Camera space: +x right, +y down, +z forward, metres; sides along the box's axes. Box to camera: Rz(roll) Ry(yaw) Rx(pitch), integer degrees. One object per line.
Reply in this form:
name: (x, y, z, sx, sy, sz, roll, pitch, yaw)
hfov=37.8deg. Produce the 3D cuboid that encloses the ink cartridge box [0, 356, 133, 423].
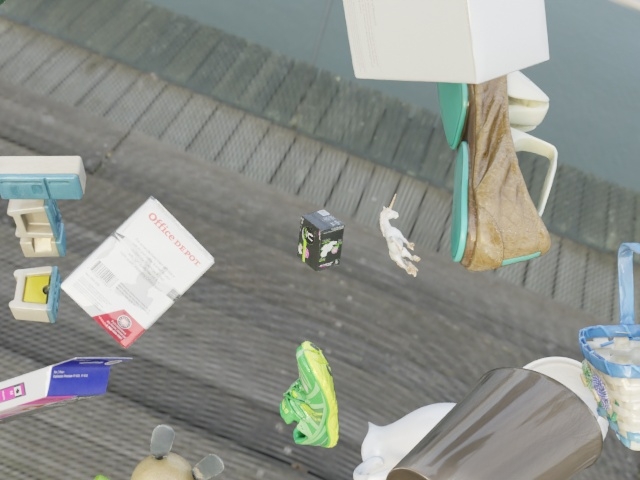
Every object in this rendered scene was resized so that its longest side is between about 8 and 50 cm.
ink cartridge box: (-0.573, 0.307, 1.892, 0.175, 0.370, 0.069, 14, 58, -62)

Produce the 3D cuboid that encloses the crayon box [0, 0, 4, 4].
crayon box: (-0.352, -0.441, 1.001, 0.083, 0.203, 0.323, 17, 43, -52)

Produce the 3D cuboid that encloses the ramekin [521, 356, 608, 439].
ramekin: (0.473, 0.347, 1.865, 0.207, 0.109, 0.207, -17, 49, 21)

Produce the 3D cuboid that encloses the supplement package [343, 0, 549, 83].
supplement package: (0.120, -0.218, 0.923, 0.105, 0.105, 0.179, -22, 22, -31)

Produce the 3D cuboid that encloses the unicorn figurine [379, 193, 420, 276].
unicorn figurine: (0.166, 0.000, 2.022, 0.060, 0.162, 0.111, -18, 36, -22)

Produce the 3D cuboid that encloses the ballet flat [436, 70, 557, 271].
ballet flat: (0.201, -0.116, 1.054, 0.124, 0.116, 0.342, 2, 55, -4)

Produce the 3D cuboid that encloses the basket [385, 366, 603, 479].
basket: (0.201, 0.278, 1.165, 0.227, 0.154, 0.204, -28, 18, -34)

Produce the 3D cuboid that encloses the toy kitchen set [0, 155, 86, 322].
toy kitchen set: (-0.411, 0.001, 1.405, 0.122, 0.207, 0.166, -1, 55, -3)

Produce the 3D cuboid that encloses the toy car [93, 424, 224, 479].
toy car: (-0.211, 0.334, 1.214, 0.155, 0.188, 0.149, 33, 15, -9)

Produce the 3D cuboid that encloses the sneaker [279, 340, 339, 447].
sneaker: (-0.027, 0.344, 1.996, 0.123, 0.296, 0.109, -8, 37, -3)

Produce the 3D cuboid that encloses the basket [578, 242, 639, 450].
basket: (0.500, 0.157, 1.413, 0.201, 0.289, 0.255, 2, 6, 2)

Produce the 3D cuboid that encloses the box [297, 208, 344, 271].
box: (0.000, 0.000, 1.596, 0.052, 0.083, 0.062, -15, 36, -33)

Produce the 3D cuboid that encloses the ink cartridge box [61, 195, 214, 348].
ink cartridge box: (-0.394, 0.064, 2.038, 0.197, 0.273, 0.114, 47, -2, -12)

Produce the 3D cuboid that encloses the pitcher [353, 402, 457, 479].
pitcher: (0.165, 0.352, 1.562, 0.207, 0.126, 0.178, -13, 14, 23)
